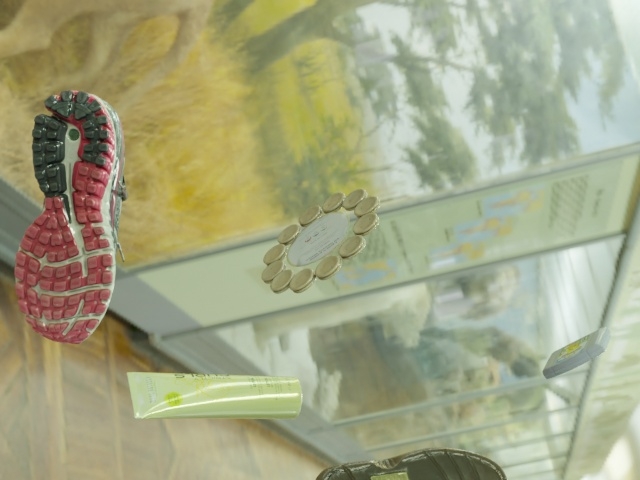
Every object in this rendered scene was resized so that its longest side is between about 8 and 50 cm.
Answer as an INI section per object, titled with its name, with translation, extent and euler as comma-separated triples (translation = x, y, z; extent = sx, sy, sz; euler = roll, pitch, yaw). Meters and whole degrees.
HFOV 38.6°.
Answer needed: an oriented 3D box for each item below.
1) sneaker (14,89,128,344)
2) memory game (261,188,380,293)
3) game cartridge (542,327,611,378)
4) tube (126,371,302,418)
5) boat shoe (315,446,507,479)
[sneaker]
translation = -0.279, -0.024, 1.091
extent = 0.112, 0.121, 0.299
euler = -11, 110, -83
[memory game]
translation = 0.000, 0.000, 1.180
extent = 0.012, 0.186, 0.186
euler = 51, 20, -27
[game cartridge]
translation = 0.302, 0.134, 1.082
extent = 0.017, 0.083, 0.056
euler = 52, 33, -4
[tube]
translation = -0.145, 0.218, 1.274
extent = 0.070, 0.240, 0.062
euler = 158, -64, -66
[boat shoe]
translation = 0.080, 0.237, 0.861
extent = 0.072, 0.190, 0.068
euler = 109, -20, -53
